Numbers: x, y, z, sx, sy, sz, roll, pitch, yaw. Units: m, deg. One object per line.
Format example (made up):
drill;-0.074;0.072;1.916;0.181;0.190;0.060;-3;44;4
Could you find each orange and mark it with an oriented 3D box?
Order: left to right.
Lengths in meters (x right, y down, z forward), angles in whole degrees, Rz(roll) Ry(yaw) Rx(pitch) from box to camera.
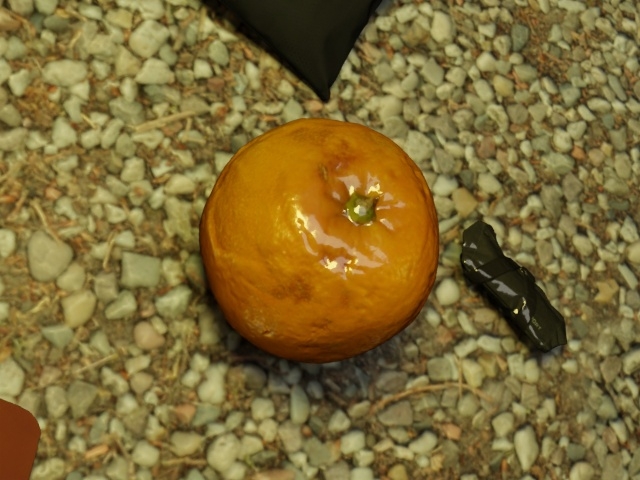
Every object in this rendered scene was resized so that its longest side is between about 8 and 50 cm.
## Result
orange;0.000;0.000;1.162;0.261;0.261;0.261;8;72;-25

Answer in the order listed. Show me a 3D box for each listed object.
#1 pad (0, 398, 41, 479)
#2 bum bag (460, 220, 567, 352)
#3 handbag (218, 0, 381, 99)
pad;-0.394;0.190;0.996;0.267;0.004;0.181;26;46;-23
bum bag;0.239;0.064;1.373;0.198;0.049;0.087;48;36;-7
handbag;-0.024;-0.328;1.302;0.254;0.088;0.211;39;78;-26
